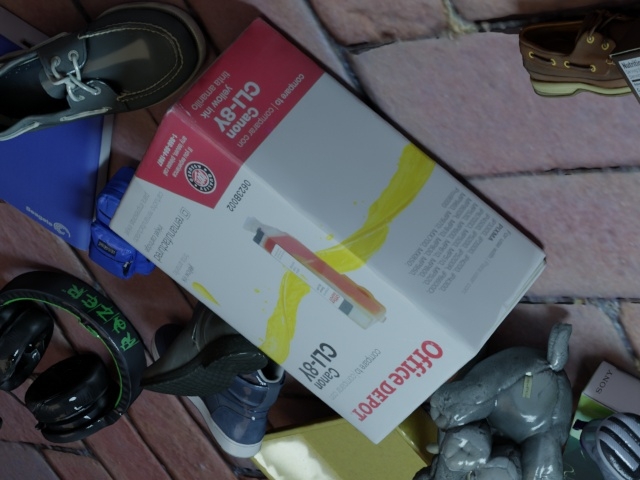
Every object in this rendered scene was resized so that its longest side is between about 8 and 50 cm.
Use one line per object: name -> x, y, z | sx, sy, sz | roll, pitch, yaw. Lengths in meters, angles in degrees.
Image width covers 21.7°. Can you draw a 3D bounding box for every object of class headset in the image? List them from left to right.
headset -> -0.410, 0.204, 2.369 | 0.243, 0.185, 0.394 | 43, 136, -6

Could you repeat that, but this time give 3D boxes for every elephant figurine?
elephant figurine -> 0.182, 0.190, 1.810 | 0.239, 0.186, 0.169 | 136, 120, -86

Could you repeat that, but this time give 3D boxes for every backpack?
backpack -> -0.224, -0.019, 1.993 | 0.098, 0.101, 0.120 | 28, 143, 6

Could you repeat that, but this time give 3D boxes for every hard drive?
hard drive -> -0.350, -0.136, 2.028 | 0.210, 0.040, 0.318 | 32, 147, 10

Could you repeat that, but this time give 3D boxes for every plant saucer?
plant saucer -> 0.104, 0.324, 2.102 | 0.333, 0.081, 0.333 | 49, 146, -15

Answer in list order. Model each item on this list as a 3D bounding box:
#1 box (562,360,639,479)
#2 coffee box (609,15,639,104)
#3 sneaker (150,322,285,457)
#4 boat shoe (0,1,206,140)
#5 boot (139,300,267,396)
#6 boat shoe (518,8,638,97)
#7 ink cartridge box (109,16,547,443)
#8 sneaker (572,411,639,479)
box -> 0.370, 0.288, 1.814 | 0.232, 0.058, 0.322 | 27, 144, 18
coffee box -> 0.349, -0.095, 1.292 | 0.098, 0.141, 0.246 | -8, 124, 50
sneaker -> -0.124, 0.140, 2.109 | 0.226, 0.086, 0.163 | 46, 132, 33
boat shoe -> -0.262, -0.170, 1.802 | 0.319, 0.099, 0.116 | -10, 114, 35
boot -> -0.133, 0.092, 2.004 | 0.083, 0.161, 0.246 | 13, 155, -32
boat shoe -> 0.237, -0.159, 1.395 | 0.178, 0.064, 0.060 | 0, 133, 48
ink cartridge box -> 0.000, 0.000, 1.734 | 0.385, 0.160, 0.279 | 39, 147, 1
sneaker -> 0.350, 0.258, 1.700 | 0.223, 0.083, 0.098 | 51, 166, -9
